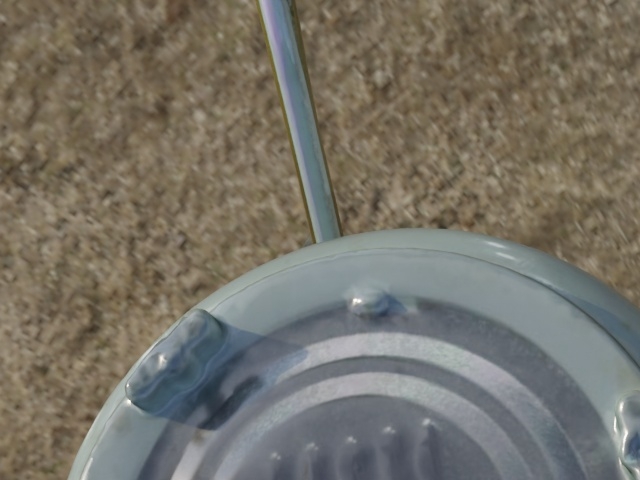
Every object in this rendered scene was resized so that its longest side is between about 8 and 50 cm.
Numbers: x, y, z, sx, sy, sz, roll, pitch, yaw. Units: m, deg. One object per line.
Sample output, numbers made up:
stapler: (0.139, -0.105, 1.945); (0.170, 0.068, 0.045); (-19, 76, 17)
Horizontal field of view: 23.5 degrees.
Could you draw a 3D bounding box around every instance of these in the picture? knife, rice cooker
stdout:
knife: (0.000, -0.001, 0.758); (0.027, 0.343, 0.061); (-12, 25, 1)
rice cooker: (0.051, 0.149, 0.588); (0.264, 0.316, 0.317); (38, 88, 28)
